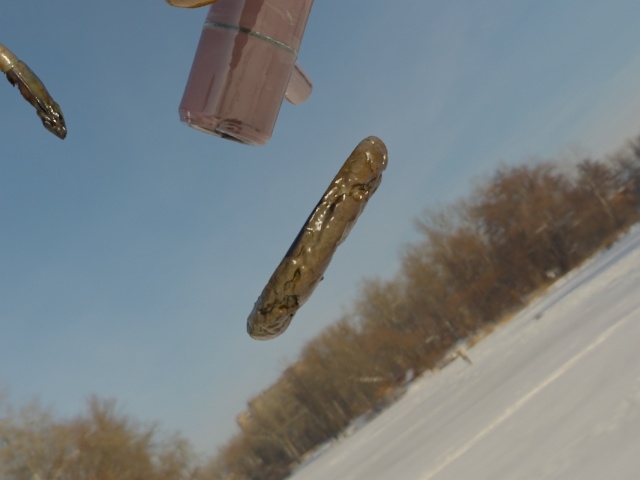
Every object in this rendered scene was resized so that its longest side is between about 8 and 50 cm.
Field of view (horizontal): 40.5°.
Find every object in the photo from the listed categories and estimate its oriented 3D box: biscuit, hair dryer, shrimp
[{"bbox_3d":[0.000,0.000,0.829,0.226,0.042,0.226,-58,-1,-1],"label":"biscuit"},{"bbox_3d":[-0.069,-0.225,1.207,0.352,0.125,0.210,16,-89,-77],"label":"hair dryer"},{"bbox_3d":[-0.385,-0.195,1.166,0.035,0.195,0.148,-39,-9,-10],"label":"shrimp"}]

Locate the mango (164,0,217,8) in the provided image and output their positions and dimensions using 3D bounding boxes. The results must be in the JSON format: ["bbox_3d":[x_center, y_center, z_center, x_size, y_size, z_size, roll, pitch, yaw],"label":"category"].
[{"bbox_3d":[-0.078,-0.358,0.854,0.290,0.160,0.191,-57,11,3],"label":"mango"}]
